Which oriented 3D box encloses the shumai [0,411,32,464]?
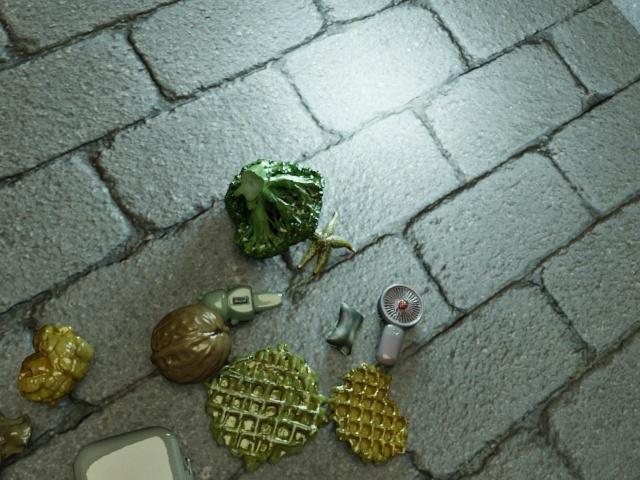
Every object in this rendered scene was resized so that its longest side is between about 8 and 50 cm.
[{"bbox_3d":[-0.755,0.470,1.568,0.153,0.161,0.209,-12,48,-40],"label":"shumai"}]

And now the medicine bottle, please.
[{"bbox_3d":[-0.426,0.637,1.575,0.283,0.123,0.374,-12,73,-15],"label":"medicine bottle"}]

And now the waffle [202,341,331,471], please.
[{"bbox_3d":[-0.137,0.423,1.752,0.317,0.073,0.297,-24,76,-21],"label":"waffle"}]

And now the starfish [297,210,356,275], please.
[{"bbox_3d":[0.000,-0.001,1.972,0.217,0.050,0.223,22,60,5],"label":"starfish"}]

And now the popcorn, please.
[{"bbox_3d":[-0.638,0.305,1.654,0.164,0.140,0.194,5,58,-2],"label":"popcorn"}]

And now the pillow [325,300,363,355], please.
[{"bbox_3d":[0.070,0.245,1.879,0.091,0.055,0.135,29,67,-3],"label":"pillow"}]

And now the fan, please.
[{"bbox_3d":[0.210,0.238,1.892,0.130,0.074,0.244,21,60,-5],"label":"fan"}]

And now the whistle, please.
[{"bbox_3d":[-0.224,0.173,1.821,0.245,0.092,0.110,-5,69,-13],"label":"whistle"}]

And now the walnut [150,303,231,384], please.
[{"bbox_3d":[-0.330,0.262,1.703,0.214,0.213,0.213,4,68,-11],"label":"walnut"}]

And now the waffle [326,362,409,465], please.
[{"bbox_3d":[0.139,0.461,1.794,0.253,0.056,0.249,47,54,1],"label":"waffle"}]

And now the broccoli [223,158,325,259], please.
[{"bbox_3d":[-0.139,-0.099,1.858,0.308,0.275,0.307,-3,79,19],"label":"broccoli"}]
